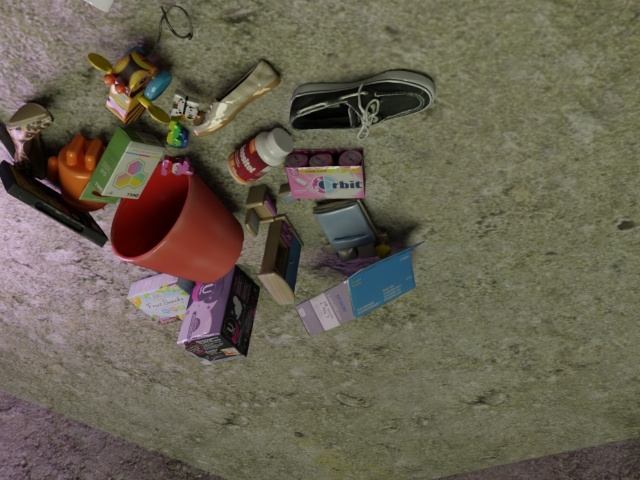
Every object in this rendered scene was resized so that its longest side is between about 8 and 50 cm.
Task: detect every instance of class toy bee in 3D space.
[{"bbox_3d":[-0.386,-0.329,1.287,0.195,0.162,0.298,28,137,10],"label":"toy bee"}]

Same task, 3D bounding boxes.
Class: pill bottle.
[{"bbox_3d":[-0.138,-0.197,1.482,0.152,0.086,0.086,-28,130,35],"label":"pill bottle"}]

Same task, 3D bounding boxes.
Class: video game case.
[{"bbox_3d":[-0.666,-0.093,1.585,0.248,0.035,0.275,37,176,-35],"label":"video game case"}]

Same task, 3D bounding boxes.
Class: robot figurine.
[{"bbox_3d":[-0.570,-0.155,1.565,0.158,0.128,0.219,-20,152,-29],"label":"robot figurine"}]

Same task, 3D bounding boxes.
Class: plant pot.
[{"bbox_3d":[-0.340,-0.025,1.608,0.275,0.274,0.243,-19,144,29],"label":"plant pot"}]

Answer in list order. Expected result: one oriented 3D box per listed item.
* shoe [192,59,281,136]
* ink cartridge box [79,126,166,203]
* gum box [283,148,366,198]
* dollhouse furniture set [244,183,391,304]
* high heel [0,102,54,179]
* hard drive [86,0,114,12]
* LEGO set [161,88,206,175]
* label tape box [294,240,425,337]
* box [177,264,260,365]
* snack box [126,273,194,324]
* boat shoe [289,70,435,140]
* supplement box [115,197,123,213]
[{"bbox_3d":[-0.187,-0.298,1.349,0.219,0.076,0.058,-33,121,9],"label":"shoe"},{"bbox_3d":[-0.461,-0.156,1.497,0.209,0.062,0.109,-55,153,19],"label":"ink cartridge box"},{"bbox_3d":[0.010,-0.158,1.527,0.189,0.062,0.107,0,141,9],"label":"gum box"},{"bbox_3d":[0.000,0.000,1.619,0.304,0.198,0.286,-10,139,19],"label":"dollhouse furniture set"},{"bbox_3d":[-0.658,-0.224,1.510,0.261,0.093,0.186,-1,137,36],"label":"high heel"},{"bbox_3d":[-0.401,-0.567,1.094,0.210,0.040,0.319,27,137,-24],"label":"hard drive"},{"bbox_3d":[-0.291,-0.249,1.446,0.093,0.087,0.227,12,135,-12],"label":"LEGO set"},{"bbox_3d":[0.120,0.136,1.703,0.241,0.105,0.334,-22,173,-37],"label":"label tape box"},{"bbox_3d":[-0.300,0.219,1.896,0.164,0.247,0.142,-15,135,25],"label":"box"},{"bbox_3d":[-0.469,0.179,2.015,0.207,0.070,0.174,-16,136,25],"label":"snack box"},{"bbox_3d":[0.084,-0.276,1.334,0.307,0.104,0.113,1,141,8],"label":"boat shoe"},{"bbox_3d":[-0.480,-0.080,1.702,0.083,0.056,0.083,-22,133,31],"label":"supplement box"}]
